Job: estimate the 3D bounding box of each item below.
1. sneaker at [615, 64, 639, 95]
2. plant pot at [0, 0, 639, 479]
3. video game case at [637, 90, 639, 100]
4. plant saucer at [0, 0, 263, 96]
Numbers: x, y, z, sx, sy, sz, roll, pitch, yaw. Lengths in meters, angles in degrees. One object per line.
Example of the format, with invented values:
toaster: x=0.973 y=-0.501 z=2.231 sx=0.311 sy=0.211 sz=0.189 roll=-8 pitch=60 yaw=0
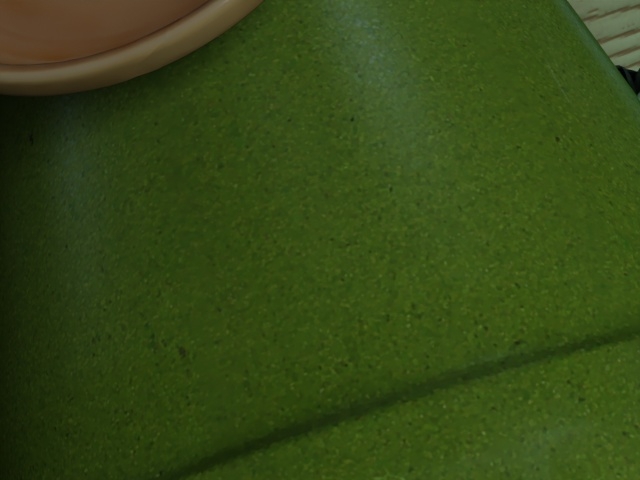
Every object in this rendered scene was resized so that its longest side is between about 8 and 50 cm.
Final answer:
sneaker: x=0.159 y=-0.083 z=0.772 sx=0.227 sy=0.130 sz=0.087 roll=16 pitch=69 yaw=-25
plant pot: x=0.000 y=0.000 z=0.558 sx=0.366 sy=0.366 sz=0.353 roll=-7 pitch=70 yaw=-32
video game case: x=0.226 y=-0.001 z=0.715 sx=0.173 sy=0.022 sz=0.190 roll=39 pitch=78 yaw=-17
plant saucer: x=-0.080 y=-0.135 z=0.450 sx=0.200 sy=0.037 sz=0.200 roll=-6 pitch=64 yaw=13
